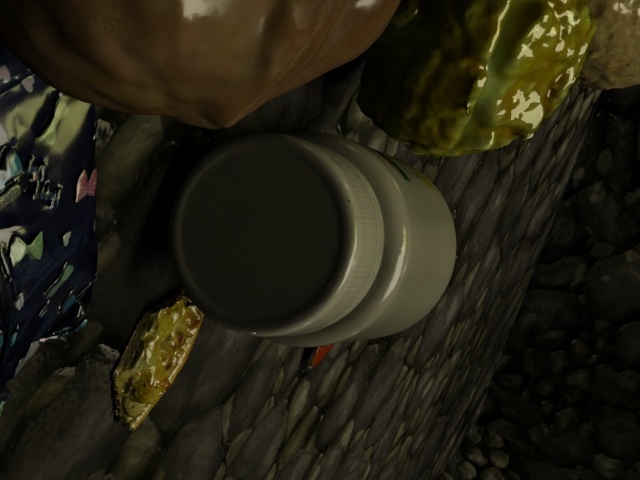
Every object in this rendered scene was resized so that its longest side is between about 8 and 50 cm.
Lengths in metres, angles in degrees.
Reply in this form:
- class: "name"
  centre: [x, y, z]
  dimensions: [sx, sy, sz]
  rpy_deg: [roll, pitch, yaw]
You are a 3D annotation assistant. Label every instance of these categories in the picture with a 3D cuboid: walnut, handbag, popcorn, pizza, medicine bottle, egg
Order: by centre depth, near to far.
- class: "walnut"
  centre: [-0.069, -0.192, 0.624]
  dimensions: [0.273, 0.227, 0.273]
  rpy_deg: [-12, 90, -75]
- class: "handbag"
  centre: [-0.213, -0.010, 0.703]
  dimensions: [0.162, 0.113, 0.260]
  rpy_deg: [-55, 160, -47]
- class: "pizza"
  centre: [-0.158, 0.114, 1.151]
  dimensions: [0.160, 0.036, 0.099]
  rpy_deg: [-63, 162, -4]
- class: "medicine bottle"
  centre: [0.000, 0.000, 1.157]
  dimensions: [0.208, 0.208, 0.340]
  rpy_deg: [-66, 162, 5]
- class: "popcorn"
  centre: [0.149, -0.216, 1.227]
  dimensions: [0.282, 0.247, 0.282]
  rpy_deg: [-30, 136, -34]
- class: "egg"
  centre: [0.353, -0.317, 1.436]
  dimensions: [0.310, 0.279, 0.279]
  rpy_deg: [17, 99, -60]

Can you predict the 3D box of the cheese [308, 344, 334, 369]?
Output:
- class: "cheese"
  centre: [0.024, 0.071, 1.610]
  dimensions: [0.106, 0.037, 0.256]
  rpy_deg: [-42, 154, -46]
